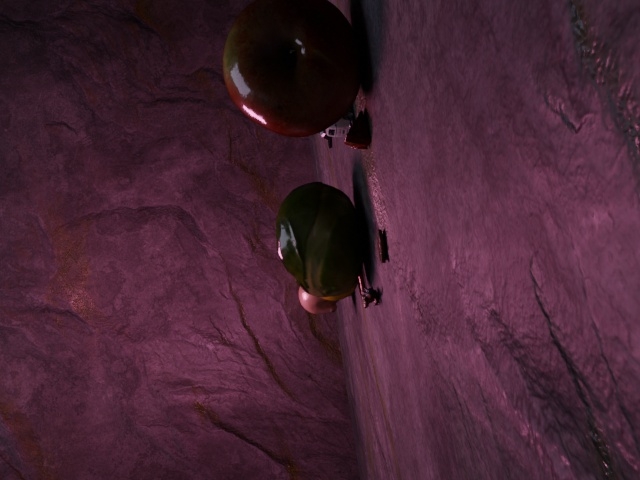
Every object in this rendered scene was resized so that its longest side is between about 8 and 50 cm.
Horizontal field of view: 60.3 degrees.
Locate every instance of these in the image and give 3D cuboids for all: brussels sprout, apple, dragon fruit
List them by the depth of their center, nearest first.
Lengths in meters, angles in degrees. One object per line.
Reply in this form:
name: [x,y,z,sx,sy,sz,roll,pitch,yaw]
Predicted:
apple: [-0.064,-0.423,1.339,0.277,0.348,0.348,18,-116,-87]
dragon fruit: [0.101,-0.263,1.421,0.097,0.063,0.131,-63,-2,-14]
brussels sprout: [0.000,0.000,1.758,0.315,0.276,0.371,-96,-2,-81]

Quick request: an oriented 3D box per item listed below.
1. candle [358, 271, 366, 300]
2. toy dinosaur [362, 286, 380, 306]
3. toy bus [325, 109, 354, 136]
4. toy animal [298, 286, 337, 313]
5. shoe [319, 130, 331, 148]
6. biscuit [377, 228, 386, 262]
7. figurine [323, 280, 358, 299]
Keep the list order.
candle: [0.143,0.147,1.864,0.026,0.021,0.167,26,-130,-62]
toy dinosaur: [0.146,0.162,1.605,0.154,0.049,0.055,75,-171,-73]
toy bus: [0.044,-0.400,1.619,0.087,0.089,0.194,96,167,-76]
toy animal: [0.009,0.189,2.396,0.326,0.269,0.237,-33,-47,-49]
shoe: [0.020,-0.443,2.294,0.159,0.053,0.062,82,-178,-55]
biscuit: [0.153,0.010,1.378,0.082,0.016,0.092,-94,-1,-61]
figurine: [0.041,0.051,2.041,0.215,0.187,0.343,60,-155,-85]
